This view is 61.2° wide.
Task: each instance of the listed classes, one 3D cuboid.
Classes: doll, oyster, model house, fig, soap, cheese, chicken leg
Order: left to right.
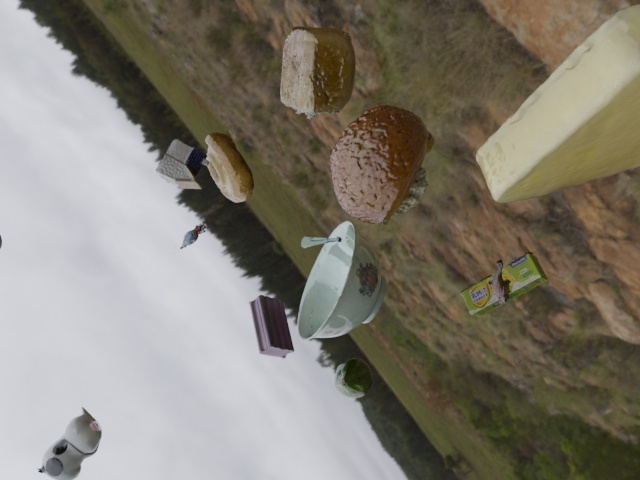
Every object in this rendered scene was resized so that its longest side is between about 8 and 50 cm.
[{"bbox_3d":[-0.668,0.559,1.470,0.110,0.180,0.107,30,163,31],"label":"doll"},{"bbox_3d":[-0.324,-0.178,1.315,0.100,0.100,0.088,26,173,3],"label":"model house"},{"bbox_3d":[-0.411,-0.015,1.739,0.057,0.114,0.039,37,164,23],"label":"doll"},{"bbox_3d":[-0.167,0.291,1.843,0.122,0.065,0.203,23,-140,-44],"label":"soap"},{"bbox_3d":[0.091,0.427,1.674,0.156,0.123,0.123,22,-148,-58],"label":"fig"},{"bbox_3d":[0.245,-0.155,1.667,0.132,0.209,0.072,56,180,7],"label":"oyster"},{"bbox_3d":[0.430,0.104,1.284,0.037,0.062,0.145,19,158,38],"label":"chicken leg"},{"bbox_3d":[0.458,-0.209,0.849,0.384,0.384,0.104,63,-169,-66],"label":"cheese"}]

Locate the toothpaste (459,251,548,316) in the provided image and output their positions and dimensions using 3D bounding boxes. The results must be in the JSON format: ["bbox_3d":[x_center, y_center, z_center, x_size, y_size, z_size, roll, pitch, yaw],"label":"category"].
[{"bbox_3d":[0.714,0.177,2.117,0.077,0.327,0.110,17,-135,-46],"label":"toothpaste"}]

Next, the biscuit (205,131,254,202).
[{"bbox_3d":[-0.320,-0.238,1.886,0.213,0.091,0.274,48,155,25],"label":"biscuit"}]

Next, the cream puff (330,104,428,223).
[{"bbox_3d":[0.131,-0.191,1.301,0.212,0.303,0.303,30,174,7],"label":"cream puff"}]

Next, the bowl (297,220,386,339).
[{"bbox_3d":[0.098,0.166,1.843,0.196,0.434,0.435,23,-172,-13],"label":"bowl"}]

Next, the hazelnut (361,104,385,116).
[{"bbox_3d":[0.226,-0.444,2.092,0.182,0.182,0.182,59,178,3],"label":"hazelnut"}]

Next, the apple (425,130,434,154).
[{"bbox_3d":[0.279,-0.274,1.523,0.071,0.084,0.084,27,-172,-16],"label":"apple"}]

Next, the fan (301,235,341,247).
[{"bbox_3d":[0.000,0.000,1.648,0.016,0.038,0.193,13,169,-35],"label":"fan"}]

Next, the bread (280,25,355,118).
[{"bbox_3d":[-0.002,-0.454,1.481,0.195,0.176,0.246,39,129,52],"label":"bread"}]

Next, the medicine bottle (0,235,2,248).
[{"bbox_3d":[-0.918,0.016,1.404,0.105,0.105,0.168,60,-175,-11],"label":"medicine bottle"}]
